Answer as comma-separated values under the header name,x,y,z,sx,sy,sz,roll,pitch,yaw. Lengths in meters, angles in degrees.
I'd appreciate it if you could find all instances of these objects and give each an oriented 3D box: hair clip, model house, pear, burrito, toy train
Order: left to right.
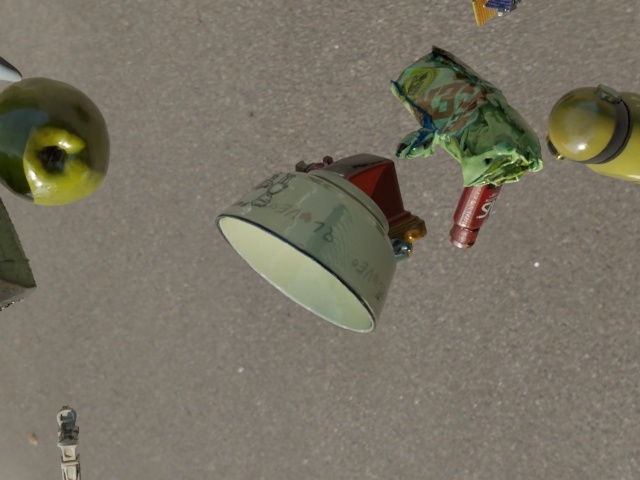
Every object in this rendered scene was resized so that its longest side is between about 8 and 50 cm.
name,x,y,z,sx,sy,sz,roll,pitch,yaw
pear,-0.543,-0.197,1.574,0.307,0.253,0.253,-135,35,-65
hair clip,-0.429,0.386,1.358,0.072,0.034,0.226,-112,26,-48
toy train,0.053,-0.053,1.524,0.369,0.163,0.232,24,130,57
burrito,0.108,-0.107,0.700,0.104,0.288,0.054,-31,118,5
model house,0.375,-0.513,1.688,0.100,0.100,0.088,19,161,27

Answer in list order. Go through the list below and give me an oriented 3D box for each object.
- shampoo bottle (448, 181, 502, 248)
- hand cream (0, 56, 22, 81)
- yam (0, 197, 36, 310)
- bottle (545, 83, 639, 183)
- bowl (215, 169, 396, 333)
name,x,y,z,sx,sy,sz,roll,pitch,yaw
shampoo bottle,0.403,-0.122,1.984,0.076,0.118,0.314,36,129,26
hand cream,-0.422,-0.207,0.900,0.255,0.079,0.048,12,77,46
yam,-0.547,0.050,1.090,0.201,0.271,0.202,5,118,69
bottle,0.581,-0.200,1.511,0.171,0.351,0.172,-11,76,53
bowl,0.000,0.000,0.981,0.237,0.126,0.238,33,162,12
